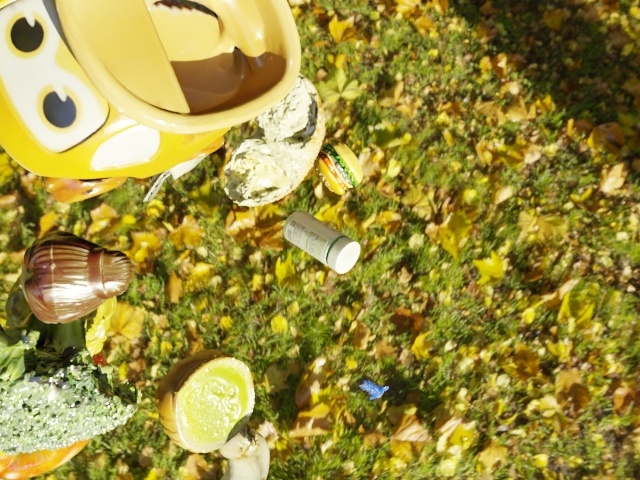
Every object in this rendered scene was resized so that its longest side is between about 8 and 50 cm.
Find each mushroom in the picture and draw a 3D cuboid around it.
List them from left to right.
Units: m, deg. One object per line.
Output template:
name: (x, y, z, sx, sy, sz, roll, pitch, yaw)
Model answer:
mushroom: (-0.228, 0.651, 1.485, 0.177, 0.397, 0.126, -6, 36, -34)

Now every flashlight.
flashlight: (0.123, 0.361, 1.273, 0.057, 0.121, 0.035, -37, 49, 9)

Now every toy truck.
toy truck: (-0.186, -0.176, 0.529, 0.288, 0.212, 0.204, -26, 97, -36)

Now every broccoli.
broccoli: (-0.351, 0.174, 0.642, 0.226, 0.198, 0.176, -13, 70, -31)

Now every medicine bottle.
medicine bottle: (0.000, 0.000, 1.249, 0.183, 0.086, 0.086, 33, 67, 32)

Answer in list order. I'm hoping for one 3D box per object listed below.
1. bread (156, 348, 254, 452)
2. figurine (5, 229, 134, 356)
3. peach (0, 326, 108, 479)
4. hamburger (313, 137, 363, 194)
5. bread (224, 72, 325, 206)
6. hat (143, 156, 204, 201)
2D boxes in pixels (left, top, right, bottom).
bread: (-0.253, 0.360, 1.165, 0.070, 0.236, 0.236, 10, 57, 45)
figurine: (-0.366, 0.072, 0.722, 0.168, 0.315, 0.187, 25, 64, -16)
peach: (-0.720, 0.387, 1.328, 0.335, 0.310, 0.406, 23, 49, -26)
hamburger: (0.046, -0.210, 1.462, 0.115, 0.162, 0.162, -36, 68, 1)
bread: (-0.090, -0.213, 1.182, 0.171, 0.192, 0.314, 29, 95, 7)
hat: (-0.293, -0.201, 0.959, 0.161, 0.275, 0.232, -17, 84, -33)
